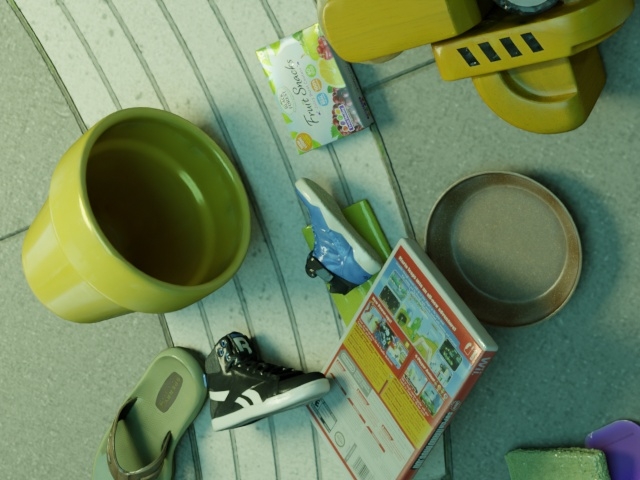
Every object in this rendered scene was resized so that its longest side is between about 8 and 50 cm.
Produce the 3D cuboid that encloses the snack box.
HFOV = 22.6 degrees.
[{"bbox_3d":[-0.007,-0.189,1.974,0.100,0.037,0.141,-20,96,31],"label":"snack box"}]

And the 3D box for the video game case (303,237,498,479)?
[{"bbox_3d":[0.090,0.169,1.962,0.204,0.025,0.285,54,126,39],"label":"video game case"}]

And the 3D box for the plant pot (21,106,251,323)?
[{"bbox_3d":[-0.256,-0.009,2.048,0.239,0.254,0.254,-31,91,46],"label":"plant pot"}]

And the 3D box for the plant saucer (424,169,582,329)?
[{"bbox_3d":[0.223,0.008,1.926,0.198,0.036,0.199,7,108,24],"label":"plant saucer"}]

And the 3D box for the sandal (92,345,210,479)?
[{"bbox_3d":[-0.251,0.275,2.208,0.120,0.086,0.303,31,117,14],"label":"sandal"}]

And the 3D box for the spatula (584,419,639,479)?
[{"bbox_3d":[0.425,0.351,1.937,0.084,0.030,0.296,-34,90,36],"label":"spatula"}]

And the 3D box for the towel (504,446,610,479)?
[{"bbox_3d":[0.299,0.304,1.973,0.148,0.027,0.110,-8,104,43],"label":"towel"}]

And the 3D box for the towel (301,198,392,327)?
[{"bbox_3d":[0.069,0.071,2.031,0.102,0.021,0.237,-25,93,24],"label":"towel"}]

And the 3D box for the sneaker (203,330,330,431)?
[{"bbox_3d":[-0.083,0.169,2.075,0.217,0.079,0.121,-24,78,44],"label":"sneaker"}]

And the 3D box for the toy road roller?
[{"bbox_3d":[0.185,-0.235,1.781,0.329,0.202,0.241,-10,112,27],"label":"toy road roller"}]

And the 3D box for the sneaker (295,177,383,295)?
[{"bbox_3d":[0.000,0.000,1.996,0.084,0.058,0.152,-40,93,16],"label":"sneaker"}]
